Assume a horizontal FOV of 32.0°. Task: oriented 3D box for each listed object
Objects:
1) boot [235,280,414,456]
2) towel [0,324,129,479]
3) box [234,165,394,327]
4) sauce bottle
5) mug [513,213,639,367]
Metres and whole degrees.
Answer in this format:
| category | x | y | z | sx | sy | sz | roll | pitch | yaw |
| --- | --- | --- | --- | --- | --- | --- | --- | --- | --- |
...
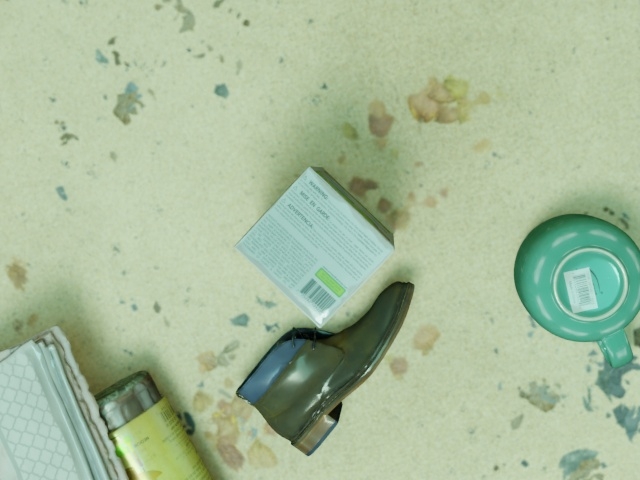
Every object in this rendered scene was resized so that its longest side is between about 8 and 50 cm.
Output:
| category | x | y | z | sx | sy | sz | roll | pitch | yaw |
| --- | --- | --- | --- | --- | --- | --- | --- | --- | --- |
| boot | 0.005 | 0.115 | 1.179 | 0.106 | 0.082 | 0.219 | 33 | 98 | -3 |
| towel | -0.327 | 0.294 | 1.164 | 0.317 | 0.053 | 0.332 | -28 | 84 | 26 |
| box | 0.000 | 0.000 | 1.108 | 0.114 | 0.203 | 0.103 | 44 | 95 | 1 |
| sauce bottle | -0.145 | 0.310 | 1.189 | 0.111 | 0.111 | 0.344 | -30 | 92 | 5 |
| mug | 0.281 | 0.046 | 1.150 | 0.157 | 0.097 | 0.129 | 30 | 96 | 0 |
